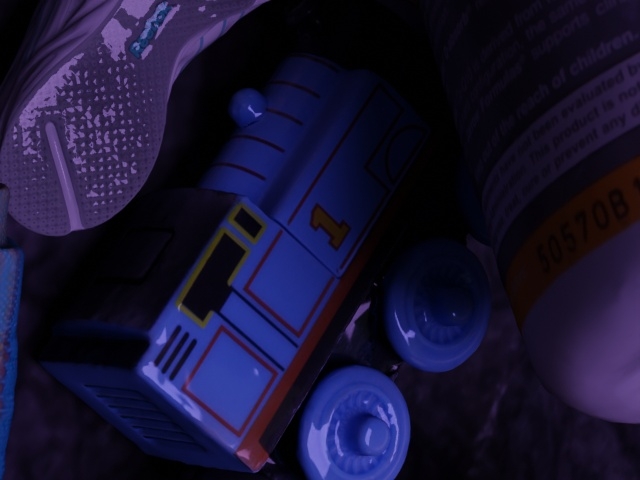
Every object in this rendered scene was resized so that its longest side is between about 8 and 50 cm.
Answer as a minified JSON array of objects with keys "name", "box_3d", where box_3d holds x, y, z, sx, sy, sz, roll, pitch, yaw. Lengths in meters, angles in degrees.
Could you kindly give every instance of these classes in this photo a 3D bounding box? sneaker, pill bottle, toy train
[{"name":"sneaker","box_3d":[-0.049,-0.072,0.511,0.152,0.061,0.054,-50,121,-9]},{"name":"pill bottle","box_3d":[0.100,-0.102,0.513,0.162,0.162,0.278,5,61,-43]},{"name":"toy train","box_3d":[0.000,0.000,0.568,0.105,0.080,0.184,45,66,-29]}]

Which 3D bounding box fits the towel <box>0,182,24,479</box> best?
[{"name":"towel","box_3d":[-0.205,0.157,0.379,0.271,0.040,0.370,5,93,-31]}]
